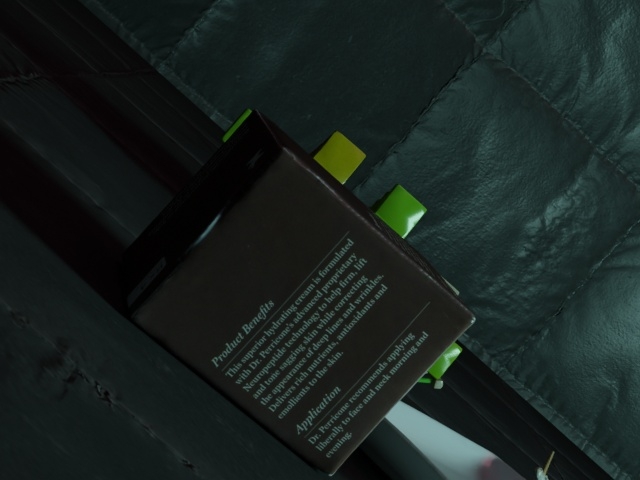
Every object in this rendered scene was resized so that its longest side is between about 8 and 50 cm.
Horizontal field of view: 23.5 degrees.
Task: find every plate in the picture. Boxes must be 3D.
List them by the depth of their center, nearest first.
[{"bbox_3d":[0.137,0.224,1.358,0.277,0.045,0.278,31,5,-37],"label":"plate"}]

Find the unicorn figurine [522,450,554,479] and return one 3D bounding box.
[{"bbox_3d":[0.262,0.313,1.801,0.111,0.060,0.162,38,22,-51],"label":"unicorn figurine"}]

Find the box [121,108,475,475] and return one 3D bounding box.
[{"bbox_3d":[-0.022,0.036,1.181,0.203,0.168,0.167,42,5,-16],"label":"box"}]

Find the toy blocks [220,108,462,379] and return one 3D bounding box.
[{"bbox_3d":[0.000,0.000,1.904,0.381,0.191,0.261,41,-7,-12],"label":"toy blocks"}]

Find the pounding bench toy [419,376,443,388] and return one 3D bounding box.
[{"bbox_3d":[0.116,0.159,1.961,0.052,0.065,0.083,-126,-162,-72],"label":"pounding bench toy"}]
